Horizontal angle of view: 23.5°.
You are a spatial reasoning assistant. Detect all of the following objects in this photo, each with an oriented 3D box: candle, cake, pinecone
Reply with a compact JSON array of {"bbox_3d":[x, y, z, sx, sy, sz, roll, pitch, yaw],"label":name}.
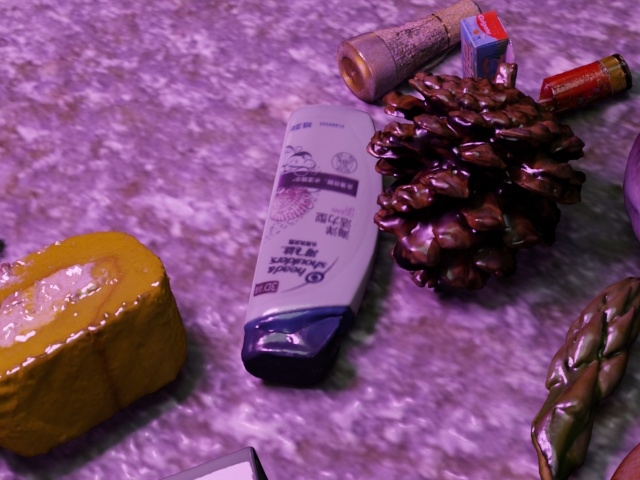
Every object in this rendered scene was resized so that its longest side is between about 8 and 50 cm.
[{"bbox_3d":[0.313,-0.185,1.884,0.130,0.052,0.052,-21,52,-5],"label":"candle"},{"bbox_3d":[-0.285,0.110,1.699,0.260,0.156,0.179,-28,37,-18],"label":"cake"},{"bbox_3d":[0.174,-0.069,1.707,0.243,0.257,0.243,-5,26,3],"label":"pinecone"}]

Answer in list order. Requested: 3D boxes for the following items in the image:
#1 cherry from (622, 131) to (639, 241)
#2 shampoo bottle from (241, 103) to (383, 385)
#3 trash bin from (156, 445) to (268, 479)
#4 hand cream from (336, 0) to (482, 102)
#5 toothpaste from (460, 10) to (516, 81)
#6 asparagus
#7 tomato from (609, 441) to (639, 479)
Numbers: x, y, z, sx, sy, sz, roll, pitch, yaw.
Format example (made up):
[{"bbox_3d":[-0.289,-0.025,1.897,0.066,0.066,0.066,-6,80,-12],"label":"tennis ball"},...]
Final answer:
[{"bbox_3d":[0.439,-0.063,1.685,0.213,0.184,0.266,-5,35,-4],"label":"cherry"},{"bbox_3d":[0.000,0.000,1.780,0.134,0.078,0.360,4,53,9],"label":"shampoo bottle"},{"bbox_3d":[-0.189,0.370,1.481,0.343,0.158,0.223,-19,50,2],"label":"trash bin"},{"bbox_3d":[0.120,-0.252,1.962,0.203,0.084,0.084,-29,53,-21],"label":"hand cream"},{"bbox_3d":[0.197,-0.172,1.803,0.044,0.193,0.070,-16,52,-5],"label":"toothpaste"},{"bbox_3d":[0.278,0.140,1.623,0.080,0.080,0.287,21,58,24],"label":"asparagus"},{"bbox_3d":[0.397,0.277,1.404,0.270,0.223,0.270,-20,37,15],"label":"tomato"}]
